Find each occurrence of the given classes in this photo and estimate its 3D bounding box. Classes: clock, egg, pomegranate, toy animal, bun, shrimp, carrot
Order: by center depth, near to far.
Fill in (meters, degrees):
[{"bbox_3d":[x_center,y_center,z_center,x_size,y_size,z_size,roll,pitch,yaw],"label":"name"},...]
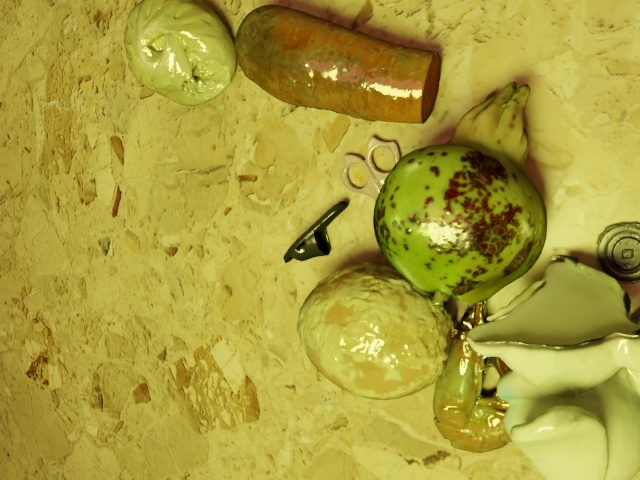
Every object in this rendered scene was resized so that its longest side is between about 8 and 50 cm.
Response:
[{"bbox_3d":[0.330,0.174,0.608,0.289,0.249,0.174,49,165,-32],"label":"toy animal"},{"bbox_3d":[0.200,-0.053,0.610,0.276,0.222,0.204,-45,63,11],"label":"pomegranate"},{"bbox_3d":[0.402,0.018,0.631,0.074,0.010,0.083,0,103,27],"label":"clock"},{"bbox_3d":[0.015,-0.250,0.697,0.302,0.139,0.138,20,112,22],"label":"carrot"},{"bbox_3d":[0.077,0.136,0.726,0.245,0.203,0.203,6,106,32],"label":"egg"},{"bbox_3d":[0.246,0.209,0.737,0.146,0.061,0.267,1,101,18],"label":"shrimp"},{"bbox_3d":[-0.245,-0.319,0.817,0.193,0.128,0.178,42,117,10],"label":"bun"}]

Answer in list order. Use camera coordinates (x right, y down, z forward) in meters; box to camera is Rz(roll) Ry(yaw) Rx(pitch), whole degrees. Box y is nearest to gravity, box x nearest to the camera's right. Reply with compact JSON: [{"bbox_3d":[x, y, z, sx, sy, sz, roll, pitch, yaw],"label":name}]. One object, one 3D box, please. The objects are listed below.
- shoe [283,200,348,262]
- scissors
[{"bbox_3d":[0.000,0.000,0.812,0.053,0.062,0.159,47,115,7],"label":"shoe"},{"bbox_3d":[0.109,-0.056,0.761,0.110,0.021,0.212,-28,88,33],"label":"scissors"}]
